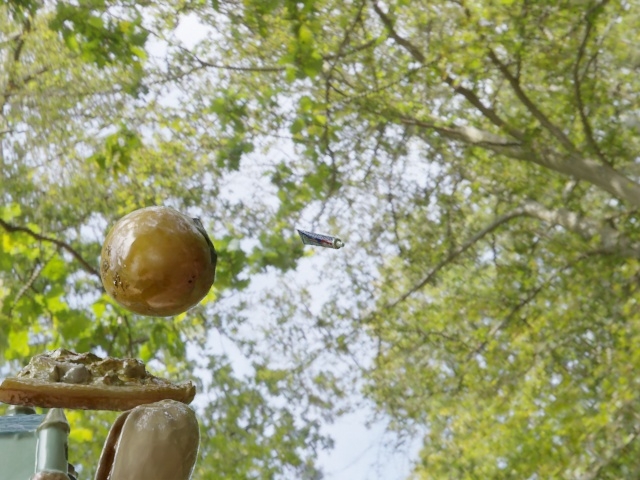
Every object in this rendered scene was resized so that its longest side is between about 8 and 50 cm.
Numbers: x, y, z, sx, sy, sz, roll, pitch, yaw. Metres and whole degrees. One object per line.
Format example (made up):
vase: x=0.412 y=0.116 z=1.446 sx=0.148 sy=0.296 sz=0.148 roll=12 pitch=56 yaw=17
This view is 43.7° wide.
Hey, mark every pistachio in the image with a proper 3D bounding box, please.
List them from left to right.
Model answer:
pistachio: x=-0.234 y=0.310 z=1.077 sx=0.126 sy=0.223 sz=0.152 roll=-14 pitch=-55 yaw=29

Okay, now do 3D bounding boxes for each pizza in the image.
pizza: x=-0.382 y=0.233 z=1.340 sx=0.324 sy=0.223 sz=0.089 roll=9 pitch=-92 yaw=-31

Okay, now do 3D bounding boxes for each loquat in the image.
loquat: x=-0.322 y=0.044 z=1.587 sx=0.235 sy=0.235 sz=0.235 roll=-11 pitch=-60 yaw=-21

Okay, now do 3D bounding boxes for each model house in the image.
model house: x=-0.547 y=0.428 z=1.549 sx=0.194 sy=0.325 sz=0.267 roll=-3 pitch=-41 yaw=-11

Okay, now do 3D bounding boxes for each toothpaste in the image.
toothpaste: x=0.000 y=0.000 z=1.515 sx=0.021 sy=0.140 sz=0.037 roll=-38 pitch=-62 yaw=-28
